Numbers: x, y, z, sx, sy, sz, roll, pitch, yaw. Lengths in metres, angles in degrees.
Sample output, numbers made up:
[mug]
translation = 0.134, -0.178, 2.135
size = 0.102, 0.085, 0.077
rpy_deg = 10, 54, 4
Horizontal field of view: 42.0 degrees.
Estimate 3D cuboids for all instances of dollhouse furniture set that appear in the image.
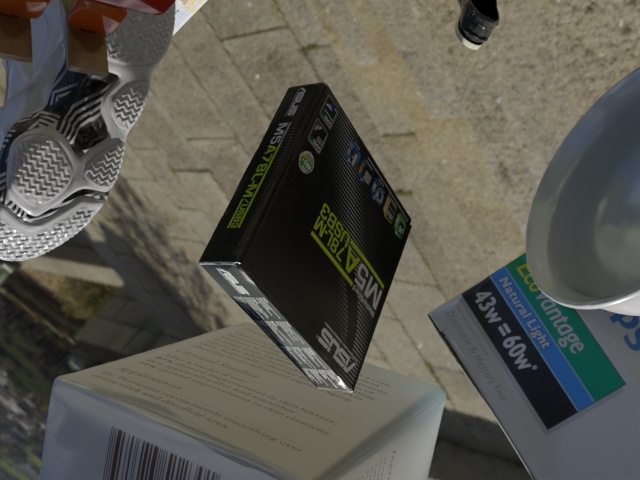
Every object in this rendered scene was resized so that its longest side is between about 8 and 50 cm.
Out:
[dollhouse furniture set]
translation = -0.222, -0.230, 0.660
size = 0.259, 0.135, 0.262
rpy_deg = 4, 157, -38

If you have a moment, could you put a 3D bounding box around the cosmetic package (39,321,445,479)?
[cosmetic package]
translation = -0.087, 0.321, 1.012
size = 0.329, 0.393, 0.328
rpy_deg = 15, 101, 26

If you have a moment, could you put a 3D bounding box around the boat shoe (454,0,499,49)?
[boat shoe]
translation = 0.172, -0.263, 0.907
size = 0.048, 0.133, 0.042
rpy_deg = 23, 136, -16

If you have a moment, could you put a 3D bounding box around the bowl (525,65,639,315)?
[bowl]
translation = 0.358, -0.038, 0.839
size = 0.134, 0.298, 0.298
rpy_deg = 30, 156, -18

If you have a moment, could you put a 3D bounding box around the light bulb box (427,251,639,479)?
[light bulb box]
translation = 0.357, 0.192, 1.118
size = 0.358, 0.225, 0.361
rpy_deg = 59, -167, 16

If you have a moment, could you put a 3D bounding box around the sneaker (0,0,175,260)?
[sneaker]
translation = -0.322, -0.168, 0.974
size = 0.210, 0.366, 0.137
rpy_deg = 28, -177, 35

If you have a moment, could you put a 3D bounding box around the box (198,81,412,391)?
[box]
translation = 0.000, 0.000, 0.694
size = 0.045, 0.184, 0.191
rpy_deg = -3, 141, 34

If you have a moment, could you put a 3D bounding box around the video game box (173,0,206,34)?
[video game box]
translation = -0.283, -0.433, 1.367
size = 0.187, 0.048, 0.205
rpy_deg = 29, 156, -25
